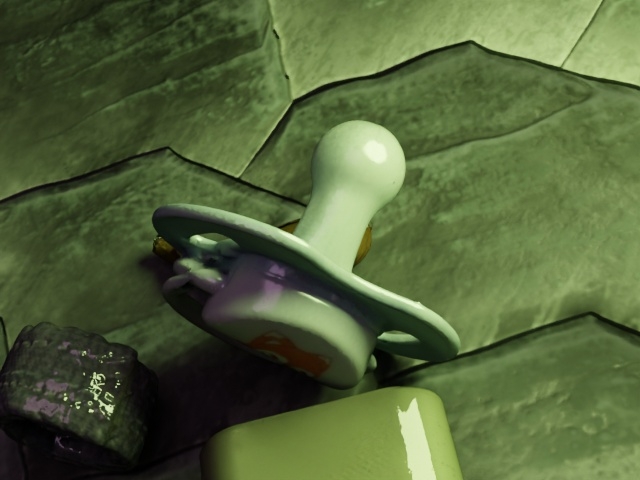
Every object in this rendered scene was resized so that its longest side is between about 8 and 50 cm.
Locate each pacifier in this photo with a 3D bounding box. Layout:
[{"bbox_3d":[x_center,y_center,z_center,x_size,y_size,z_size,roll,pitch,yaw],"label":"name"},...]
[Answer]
[{"bbox_3d":[0.000,0.000,1.179,0.244,0.299,0.233,1,63,64],"label":"pacifier"}]

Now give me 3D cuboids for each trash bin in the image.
[{"bbox_3d":[0.018,0.268,1.114,0.243,0.121,0.247,-16,55,5],"label":"trash bin"}]

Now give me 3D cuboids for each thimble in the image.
[{"bbox_3d":[-0.229,0.148,1.227,0.150,0.150,0.097,9,63,19],"label":"thimble"}]

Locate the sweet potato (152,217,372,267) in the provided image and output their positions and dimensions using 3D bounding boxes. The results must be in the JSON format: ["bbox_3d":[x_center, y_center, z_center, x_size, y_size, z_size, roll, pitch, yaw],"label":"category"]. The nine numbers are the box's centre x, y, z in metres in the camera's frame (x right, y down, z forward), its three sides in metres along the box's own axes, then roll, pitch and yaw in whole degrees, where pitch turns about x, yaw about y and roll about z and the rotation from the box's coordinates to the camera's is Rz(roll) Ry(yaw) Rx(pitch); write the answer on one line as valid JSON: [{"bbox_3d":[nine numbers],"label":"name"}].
[{"bbox_3d":[-0.060,0.016,1.312,0.233,0.062,0.081,-7,43,14],"label":"sweet potato"}]
